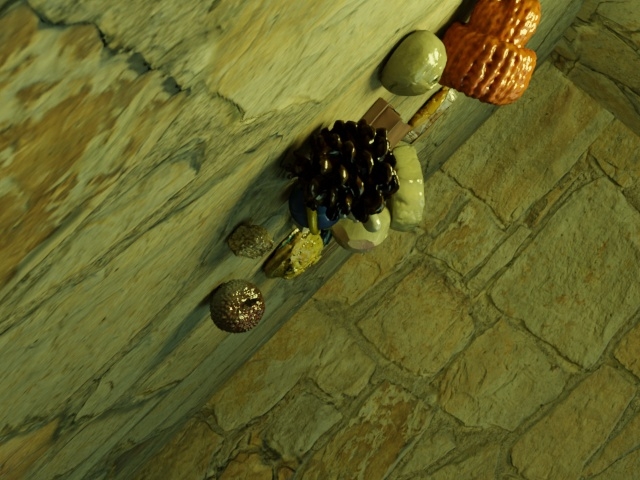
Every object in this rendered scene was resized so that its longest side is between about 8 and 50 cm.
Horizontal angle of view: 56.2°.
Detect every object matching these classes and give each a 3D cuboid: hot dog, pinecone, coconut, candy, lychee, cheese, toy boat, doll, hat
[{"bbox_3d":[0.374,-0.436,2.103,0.253,0.069,0.131,-45,180,16],"label":"hot dog"},{"bbox_3d":[0.056,-0.153,1.404,0.257,0.243,0.243,-27,167,-9],"label":"pinecone"},{"bbox_3d":[0.142,-0.071,2.136,0.227,0.227,0.230,-44,174,-11],"label":"coconut"},{"bbox_3d":[-0.176,0.001,1.510,0.095,0.085,0.110,-42,162,19],"label":"candy"},{"bbox_3d":[-0.243,0.195,1.776,0.165,0.165,0.197,-39,-165,-34],"label":"lychee"},{"bbox_3d":[0.301,-0.193,2.166,0.115,0.318,0.326,-1,175,-2],"label":"cheese"},{"bbox_3d":[0.013,-0.015,2.325,0.291,0.070,0.210,-41,175,-46],"label":"toy boat"},{"bbox_3d":[0.040,-0.130,1.632,0.242,0.160,0.311,-12,-157,14],"label":"doll"},{"bbox_3d":[0.449,-0.571,1.561,0.285,0.285,0.400,-31,136,-57],"label":"hat"}]

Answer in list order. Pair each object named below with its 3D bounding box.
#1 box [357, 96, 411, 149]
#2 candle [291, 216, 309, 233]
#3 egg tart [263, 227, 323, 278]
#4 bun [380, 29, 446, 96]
[{"bbox_3d":[0.148,-0.282,1.699,0.215,0.086,0.215,-48,170,13],"label":"box"},{"bbox_3d":[0.000,-0.111,1.833,0.168,0.068,0.192,-31,165,-45],"label":"candle"},{"bbox_3d":[-0.070,0.046,2.080,0.291,0.107,0.291,-44,171,-9],"label":"egg tart"},{"bbox_3d":[0.232,-0.410,1.436,0.166,0.113,0.173,-49,168,17],"label":"bun"}]
